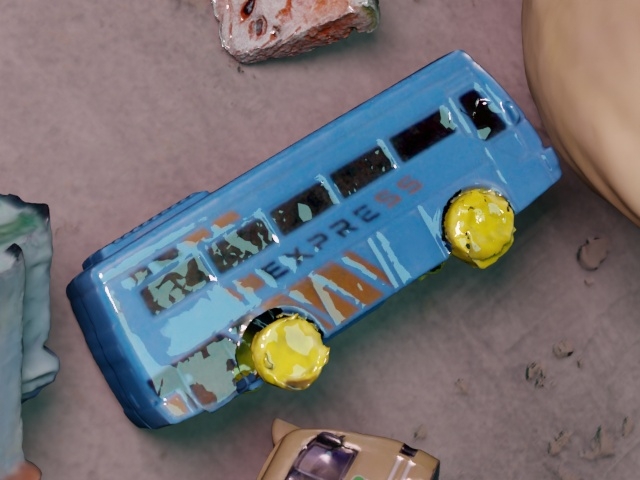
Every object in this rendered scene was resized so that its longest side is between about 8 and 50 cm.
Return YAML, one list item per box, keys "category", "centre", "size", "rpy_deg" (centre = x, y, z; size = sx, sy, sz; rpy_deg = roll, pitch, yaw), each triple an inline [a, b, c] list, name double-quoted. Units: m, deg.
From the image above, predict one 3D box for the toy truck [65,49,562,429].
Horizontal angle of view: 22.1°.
- category: "toy truck"
  centre: [0.000, 0.000, 1.267]
  size: [0.385, 0.161, 0.162]
  rpy_deg: [-31, 93, -18]

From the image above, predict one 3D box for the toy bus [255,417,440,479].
- category: "toy bus"
  centre: [-0.018, 0.281, 1.240]
  size: [0.157, 0.139, 0.289]
  rpy_deg: [23, 67, 12]

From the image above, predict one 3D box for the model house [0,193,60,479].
- category: "model house"
  centre: [-0.334, 0.147, 1.117]
  size: [0.295, 0.251, 0.329]
  rpy_deg: [-29, 127, -43]

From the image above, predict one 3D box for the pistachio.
- category: "pistachio"
  centre: [0.304, -0.142, 1.258]
  size: [0.281, 0.445, 0.365]
  rpy_deg: [-26, 118, 12]

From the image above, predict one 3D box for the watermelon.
- category: "watermelon"
  centre: [-0.036, -0.206, 1.294]
  size: [0.187, 0.071, 0.139]
  rpy_deg: [40, 114, 15]
